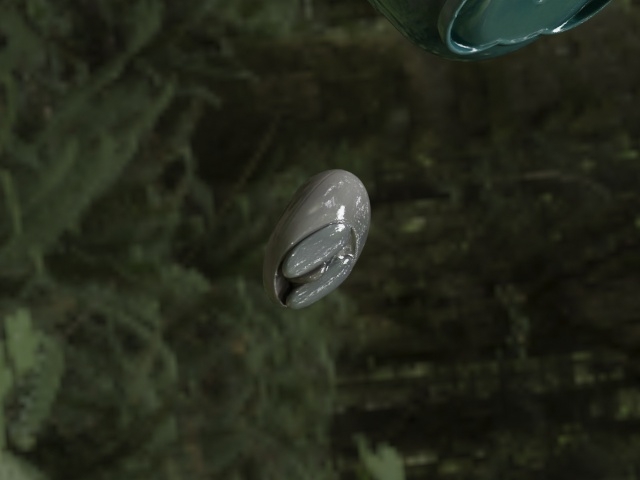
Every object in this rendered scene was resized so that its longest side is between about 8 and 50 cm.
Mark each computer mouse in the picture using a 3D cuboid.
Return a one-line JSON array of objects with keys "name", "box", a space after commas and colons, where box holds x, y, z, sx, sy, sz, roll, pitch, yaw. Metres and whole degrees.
[{"name": "computer mouse", "box": [0.002, 0.000, 1.104, 0.096, 0.039, 0.066, -56, 151, -43]}]

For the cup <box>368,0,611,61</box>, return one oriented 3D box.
[{"name": "cup", "box": [0.125, -0.286, 1.488, 0.257, 0.289, 0.219, 54, -42, 23]}]
